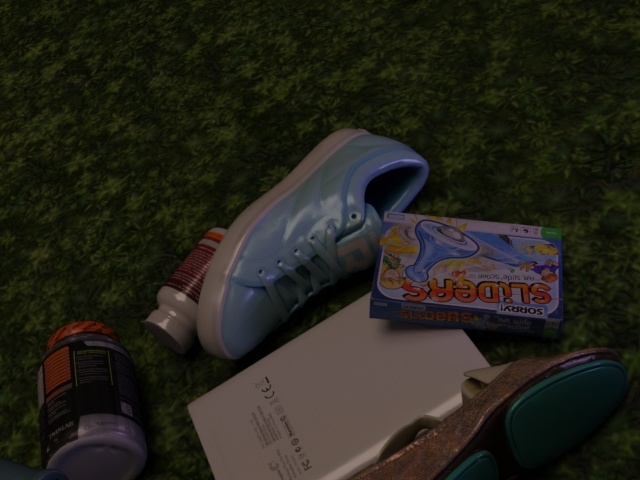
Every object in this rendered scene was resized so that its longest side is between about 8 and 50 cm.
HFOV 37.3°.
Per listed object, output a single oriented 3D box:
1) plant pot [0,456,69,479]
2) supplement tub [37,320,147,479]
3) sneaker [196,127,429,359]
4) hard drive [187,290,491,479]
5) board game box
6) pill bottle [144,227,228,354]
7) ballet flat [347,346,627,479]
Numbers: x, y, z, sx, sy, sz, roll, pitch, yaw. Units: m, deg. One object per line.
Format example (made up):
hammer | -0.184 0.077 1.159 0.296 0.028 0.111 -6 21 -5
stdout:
plant pot | -0.392 0.327 0.962 0.255 0.272 0.272 -2 48 8
supplement tub | -0.271 0.192 1.114 0.117 0.117 0.190 -26 42 4
sneaker | 0.000 0.000 1.139 0.150 0.135 0.366 15 59 41
hard drive | 0.019 0.174 1.031 0.307 0.040 0.203 -31 43 -2
board game box | 0.161 0.035 1.039 0.201 0.035 0.136 5 47 7
pill bottle | -0.149 0.064 1.193 0.086 0.086 0.152 17 59 38
ballet flat | 0.145 0.178 0.887 0.316 0.108 0.106 -29 32 -23
